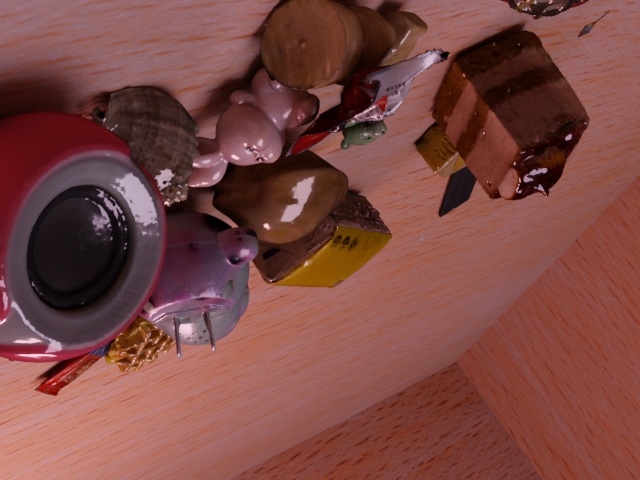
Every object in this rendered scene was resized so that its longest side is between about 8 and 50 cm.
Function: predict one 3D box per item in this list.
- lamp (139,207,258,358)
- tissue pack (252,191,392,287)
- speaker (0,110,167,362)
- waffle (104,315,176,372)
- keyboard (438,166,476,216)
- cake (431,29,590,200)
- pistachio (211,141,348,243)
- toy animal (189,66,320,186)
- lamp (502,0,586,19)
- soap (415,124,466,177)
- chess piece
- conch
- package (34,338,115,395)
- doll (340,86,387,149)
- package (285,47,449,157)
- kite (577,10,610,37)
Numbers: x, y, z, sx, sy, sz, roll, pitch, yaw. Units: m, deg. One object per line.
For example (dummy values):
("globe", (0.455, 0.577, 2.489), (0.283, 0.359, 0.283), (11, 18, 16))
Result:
("lamp", (-0.214, 0.086, 1.659), (0.247, 0.247, 0.301), (-7, 158, -3))
("tissue pack", (0.000, 0.000, 1.975), (0.192, 0.134, 0.271), (-42, 160, 19))
("speaker", (-0.327, -0.009, 1.190), (0.294, 0.294, 0.294), (-31, 161, -12))
("waffle", (-0.301, 0.156, 1.934), (0.253, 0.056, 0.249), (-36, 163, -13))
("keyboard", (0.339, -0.155, 2.350), (0.103, 0.041, 0.381), (-31, 167, -16))
("cake", (0.365, -0.211, 1.861), (0.199, 0.293, 0.196), (-23, 158, -23))
("pistachio", (-0.050, -0.074, 1.682), (0.213, 0.162, 0.260), (-6, 172, 20))
("toy animal", (-0.102, -0.146, 1.448), (0.212, 0.124, 0.124), (-49, 161, -4))
("lamp", (0.316, -0.424, 1.421), (0.227, 0.227, 0.227), (-31, 161, -12))
("soap", (0.314, -0.224, 2.062), (0.258, 0.080, 0.160), (-29, 160, -19))
("chess piece", (0.049, -0.275, 1.455), (0.137, 0.137, 0.301), (-45, 164, 26))
("conch", (-0.231, -0.124, 1.349), (0.207, 0.130, 0.155), (49, 51, -41))
("package", (-0.445, 0.224, 1.921), (0.200, 0.022, 0.083), (-40, 162, 3))
("doll", (0.073, -0.214, 1.704), (0.115, 0.077, 0.150), (-40, 152, -21))
("package", (0.061, -0.195, 1.402), (0.194, 0.071, 0.269), (-27, -174, -22))
("kite", (0.560, -0.440, 2.086), (0.078, 0.002, 0.044), (-32, 161, -9))
